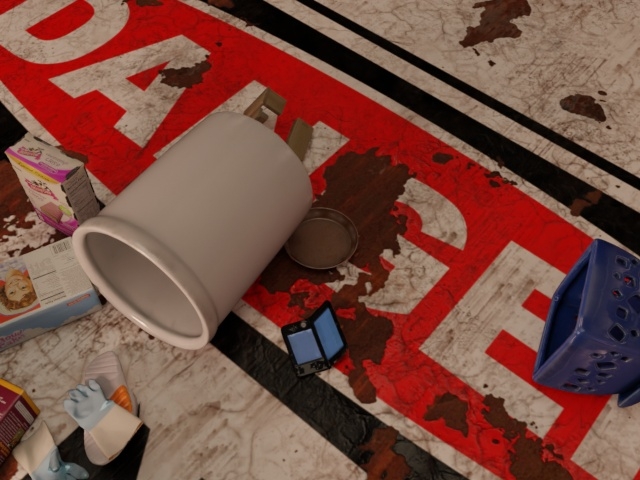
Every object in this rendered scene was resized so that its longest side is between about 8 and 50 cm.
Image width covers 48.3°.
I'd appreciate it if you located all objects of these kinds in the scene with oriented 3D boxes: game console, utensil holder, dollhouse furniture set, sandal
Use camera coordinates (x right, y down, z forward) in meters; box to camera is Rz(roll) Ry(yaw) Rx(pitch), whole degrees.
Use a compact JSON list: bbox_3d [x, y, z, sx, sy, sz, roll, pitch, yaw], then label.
[{"bbox_3d":[-0.015,0.197,1.436,0.107,0.071,0.122,-15,56,-12],"label":"game console"},{"bbox_3d":[-0.239,-0.027,1.440,0.328,0.327,0.385,28,56,17],"label":"utensil holder"},{"bbox_3d":[-0.120,-0.264,1.786,0.151,0.123,0.144,32,53,-22],"label":"dollhouse furniture set"},{"bbox_3d":[-0.383,0.314,1.342,0.102,0.076,0.265,-31,38,3],"label":"sandal"}]

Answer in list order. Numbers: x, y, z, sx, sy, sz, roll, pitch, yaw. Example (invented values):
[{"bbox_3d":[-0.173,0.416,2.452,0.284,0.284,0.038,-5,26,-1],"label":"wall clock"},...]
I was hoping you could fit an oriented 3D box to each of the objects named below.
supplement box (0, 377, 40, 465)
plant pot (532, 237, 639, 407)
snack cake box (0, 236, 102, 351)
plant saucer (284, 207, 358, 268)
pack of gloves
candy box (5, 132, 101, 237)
[{"bbox_3d":[-0.609,0.353,1.289,0.081,0.104,0.188,21,57,14],"label":"supplement box"},{"bbox_3d":[0.566,0.174,1.376,0.212,0.236,0.236,22,56,6],"label":"plant pot"},{"bbox_3d":[-0.605,0.117,1.467,0.264,0.089,0.152,-23,60,-16],"label":"snack cake box"},{"bbox_3d":[0.000,0.000,1.601,0.169,0.029,0.168,0,54,-1],"label":"plant saucer"},{"bbox_3d":[-0.444,0.341,1.258,0.232,0.046,0.195,19,63,46],"label":"pack of gloves"},{"bbox_3d":[-0.561,-0.102,1.534,0.159,0.233,0.071,28,58,17],"label":"candy box"}]
